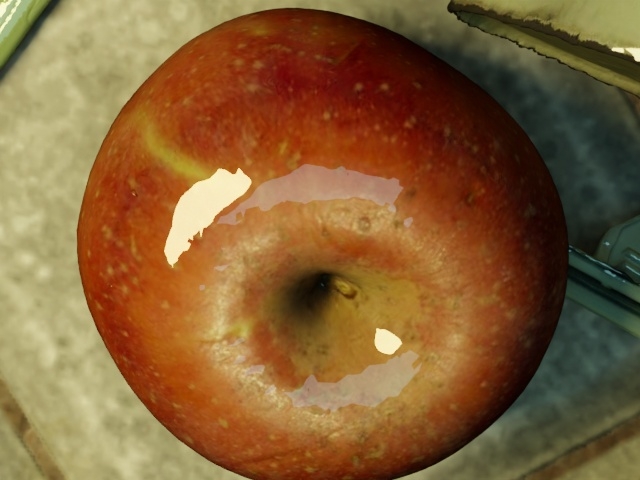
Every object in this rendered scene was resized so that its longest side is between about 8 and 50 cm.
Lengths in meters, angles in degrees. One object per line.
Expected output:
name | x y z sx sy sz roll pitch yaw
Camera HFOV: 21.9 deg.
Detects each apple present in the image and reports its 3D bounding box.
apple | 0.000 0.000 0.693 0.201 0.162 0.201 0 111 -1

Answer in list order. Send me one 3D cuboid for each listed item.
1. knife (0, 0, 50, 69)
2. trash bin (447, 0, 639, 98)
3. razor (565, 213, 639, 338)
knife | -0.119 -0.137 0.743 0.043 0.020 0.293 44 100 -2
trash bin | 0.229 -0.236 0.548 0.280 0.280 0.432 20 96 1
razor | 0.204 -0.080 0.717 0.111 0.056 0.278 29 94 2
